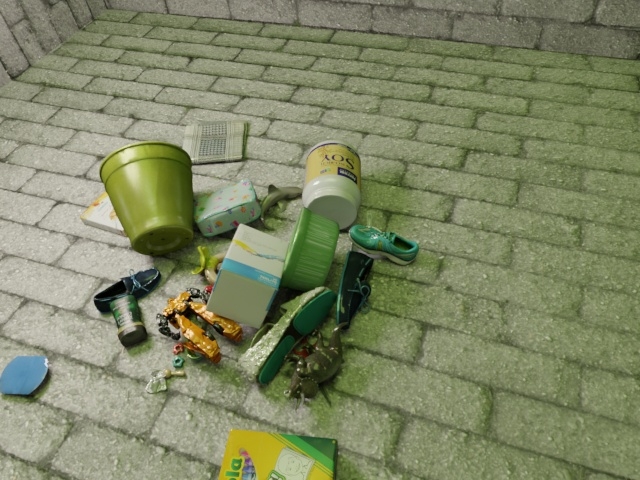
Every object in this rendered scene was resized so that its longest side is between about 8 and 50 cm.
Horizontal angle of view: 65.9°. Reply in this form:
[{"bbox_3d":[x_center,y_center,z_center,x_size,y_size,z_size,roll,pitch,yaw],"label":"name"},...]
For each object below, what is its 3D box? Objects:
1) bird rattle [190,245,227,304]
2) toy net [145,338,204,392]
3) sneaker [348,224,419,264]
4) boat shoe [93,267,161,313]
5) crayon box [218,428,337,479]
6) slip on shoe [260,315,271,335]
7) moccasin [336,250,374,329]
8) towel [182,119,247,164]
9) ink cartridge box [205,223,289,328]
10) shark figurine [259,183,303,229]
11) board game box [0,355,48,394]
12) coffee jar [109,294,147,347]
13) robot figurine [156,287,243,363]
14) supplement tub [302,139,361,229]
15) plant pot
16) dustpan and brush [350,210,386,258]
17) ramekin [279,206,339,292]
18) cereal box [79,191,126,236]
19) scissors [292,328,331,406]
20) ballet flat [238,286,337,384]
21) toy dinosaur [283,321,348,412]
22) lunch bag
[{"bbox_3d":[-0.366,0.124,1.854,0.207,0.143,0.253,-19,51,-33],"label":"bird rattle"},{"bbox_3d":[-0.496,0.411,1.660,0.232,0.045,0.122,-36,56,-24],"label":"toy net"},{"bbox_3d":[0.243,-0.003,1.874,0.275,0.110,0.107,19,58,0],"label":"sneaker"},{"bbox_3d":[-0.719,0.180,1.852,0.109,0.089,0.258,35,60,30],"label":"boat shoe"},{"bbox_3d":[-0.125,0.713,1.320,0.313,0.106,0.363,2,49,7],"label":"crayon box"},{"bbox_3d":[-0.190,0.293,1.731,0.041,0.051,0.135,-13,52,1],"label":"slip on shoe"},{"bbox_3d":[0.128,0.165,1.763,0.117,0.137,0.342,9,51,7],"label":"moccasin"},{"bbox_3d":[-0.526,-0.500,2.457,0.312,0.056,0.324,-4,48,1],"label":"towel"},{"bbox_3d":[-0.244,0.117,1.697,0.197,0.198,0.270,21,34,-8],"label":"ink cartridge box"},{"bbox_3d":[-0.213,-0.175,2.108,0.166,0.116,0.278,21,52,24],"label":"shark figurine"},{"bbox_3d":[-0.996,0.460,1.672,0.169,0.033,0.133,-2,53,10],"label":"board game box"},{"bbox_3d":[-0.684,0.288,1.762,0.096,0.079,0.184,-23,51,-15],"label":"coffee jar"},{"bbox_3d":[-0.417,0.283,1.679,0.291,0.085,0.211,29,56,27],"label":"robot figurine"},{"bbox_3d":[0.049,-0.229,2.044,0.241,0.241,0.331,-1,48,4],"label":"supplement tub"},{"bbox_3d":[-0.659,-0.144,1.973,0.366,0.366,0.353,-17,67,-10],"label":"plant pot"},{"bbox_3d":[0.195,-0.026,1.972,0.147,0.060,0.211,0,49,5],"label":"dustpan and brush"},{"bbox_3d":[-0.041,0.044,1.776,0.148,0.303,0.303,18,50,-6],"label":"ramekin"},{"bbox_3d":[-0.897,-0.118,2.158,0.240,0.047,0.173,14,51,17],"label":"cereal box"},{"bbox_3d":[-0.035,0.416,1.635,0.109,0.021,0.297,-8,50,-3],"label":"scissors"},{"bbox_3d":[-0.120,0.288,1.646,0.147,0.147,0.409,32,68,28],"label":"ballet flat"},{"bbox_3d":[-0.010,0.393,1.583,0.313,0.121,0.160,-37,67,-23],"label":"toy dinosaur"},{"bbox_3d":[-0.384,-0.140,2.062,0.279,0.108,0.224,-21,34,-2],"label":"lunch bag"}]
